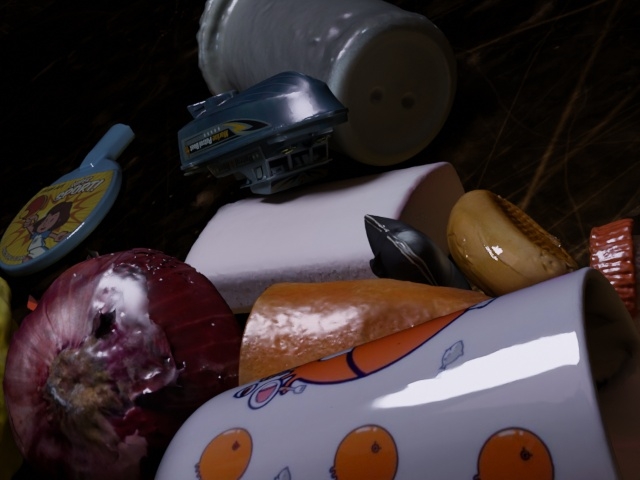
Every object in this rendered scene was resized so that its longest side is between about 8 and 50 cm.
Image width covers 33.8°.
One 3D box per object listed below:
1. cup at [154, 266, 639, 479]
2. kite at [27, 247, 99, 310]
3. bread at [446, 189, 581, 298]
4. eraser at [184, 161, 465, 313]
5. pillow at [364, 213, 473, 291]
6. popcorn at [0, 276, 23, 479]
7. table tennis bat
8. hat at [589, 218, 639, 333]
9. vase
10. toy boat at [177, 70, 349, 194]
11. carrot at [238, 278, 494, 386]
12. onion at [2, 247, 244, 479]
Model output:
[{"bbox_3d":[0.058,0.167,0.677,0.317,0.212,0.212,-21,31,23],"label":"cup"},{"bbox_3d":[-0.259,0.115,1.142,0.189,0.232,0.009,33,30,26],"label":"kite"},{"bbox_3d":[0.161,0.016,0.904,0.189,0.114,0.077,-115,47,-70],"label":"bread"},{"bbox_3d":[0.000,0.000,1.096,0.270,0.095,0.174,-9,31,38],"label":"eraser"},{"bbox_3d":[0.092,0.030,0.921,0.091,0.135,0.055,0,55,51],"label":"pillow"},{"bbox_3d":[-0.416,0.214,1.047,0.334,0.293,0.292,-55,52,36],"label":"popcorn"},{"bbox_3d":[-0.382,-0.067,1.630,0.215,0.044,0.329,-11,38,36],"label":"table tennis bat"},{"bbox_3d":[0.286,0.029,0.806,0.162,0.094,0.112,-3,48,14],"label":"hat"},{"bbox_3d":[0.013,-0.220,1.282,0.245,0.245,0.291,-40,34,-12],"label":"vase"},{"bbox_3d":[-0.057,-0.114,1.150,0.114,0.122,0.296,-20,8,-28],"label":"toy boat"},{"bbox_3d":[0.066,0.104,0.855,0.225,0.159,0.159,-6,37,19],"label":"carrot"},{"bbox_3d":[-0.164,0.133,0.979,0.252,0.219,0.252,-7,76,31],"label":"onion"}]
